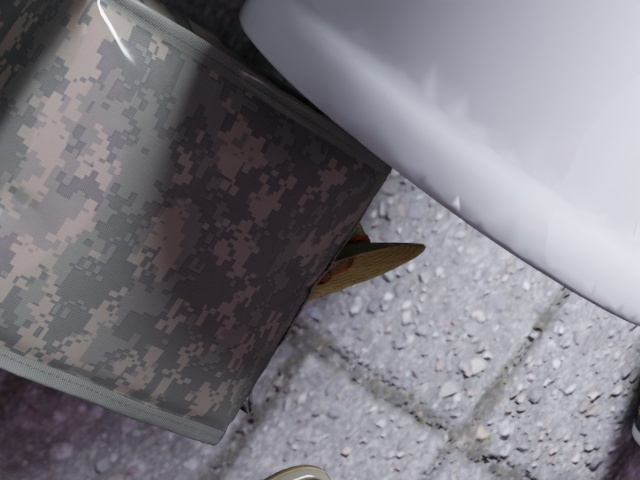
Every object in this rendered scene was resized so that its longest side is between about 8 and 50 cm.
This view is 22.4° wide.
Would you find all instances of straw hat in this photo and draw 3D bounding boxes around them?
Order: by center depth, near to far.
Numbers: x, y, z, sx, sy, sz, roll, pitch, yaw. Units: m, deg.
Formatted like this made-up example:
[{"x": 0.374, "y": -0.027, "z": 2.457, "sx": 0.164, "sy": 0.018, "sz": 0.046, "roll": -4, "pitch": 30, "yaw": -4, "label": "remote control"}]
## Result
[{"x": 0.000, "y": 0.000, "z": 1.172, "sx": 0.144, "sy": 0.144, "sz": 0.061, "roll": -14, "pitch": 78, "yaw": -28, "label": "straw hat"}]

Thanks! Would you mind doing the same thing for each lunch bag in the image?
[{"x": -0.115, "y": -0.021, "z": 1.020, "sx": 0.287, "sy": 0.169, "sz": 0.235, "roll": 30, "pitch": 93, "yaw": -35, "label": "lunch bag"}]

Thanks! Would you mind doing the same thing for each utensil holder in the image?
[{"x": 0.192, "y": -0.196, "z": 0.960, "sx": 0.327, "sy": 0.327, "sz": 0.385, "roll": 26, "pitch": 105, "yaw": -39, "label": "utensil holder"}]

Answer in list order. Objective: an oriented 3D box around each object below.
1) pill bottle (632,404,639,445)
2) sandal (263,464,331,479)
[{"x": 0.364, "y": 0.099, "z": 1.434, "sx": 0.119, "sy": 0.119, "sz": 0.209, "roll": 5, "pitch": 110, "yaw": -36, "label": "pill bottle"}, {"x": -0.060, "y": 0.233, "z": 1.256, "sx": 0.180, "sy": 0.049, "sz": 0.072, "roll": -23, "pitch": 124, "yaw": -24, "label": "sandal"}]
